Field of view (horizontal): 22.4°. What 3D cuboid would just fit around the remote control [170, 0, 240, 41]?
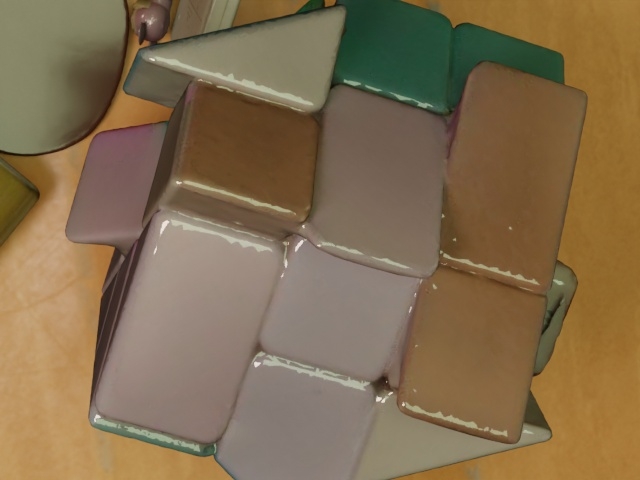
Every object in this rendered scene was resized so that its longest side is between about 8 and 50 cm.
[{"bbox_3d":[-0.074,-0.221,1.256,0.029,0.087,0.190,11,113,-22],"label":"remote control"}]

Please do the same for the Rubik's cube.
[{"bbox_3d":[0.000,0.000,1.191,0.358,0.387,0.368,17,107,-12],"label":"Rubik's cube"}]

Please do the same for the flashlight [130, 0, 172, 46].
[{"bbox_3d":[-0.131,-0.205,1.298,0.031,0.052,0.110,13,81,11],"label":"flashlight"}]

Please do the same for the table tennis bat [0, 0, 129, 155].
[{"bbox_3d":[-0.221,-0.202,1.279,0.154,0.021,0.274,11,92,-17],"label":"table tennis bat"}]

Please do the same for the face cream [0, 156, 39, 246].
[{"bbox_3d":[-0.353,0.031,1.225,0.139,0.067,0.285,41,84,-21],"label":"face cream"}]
